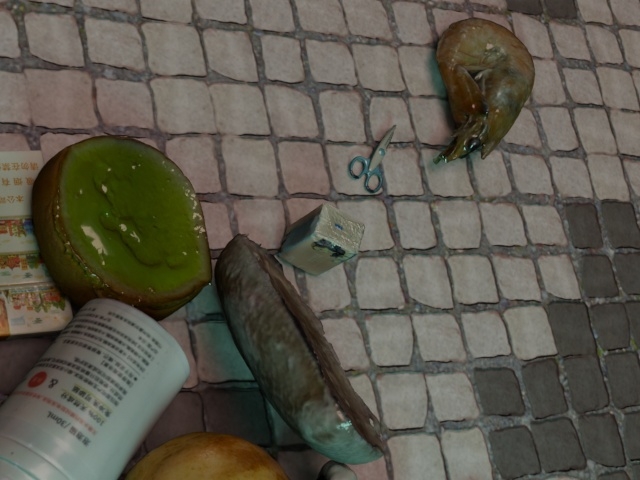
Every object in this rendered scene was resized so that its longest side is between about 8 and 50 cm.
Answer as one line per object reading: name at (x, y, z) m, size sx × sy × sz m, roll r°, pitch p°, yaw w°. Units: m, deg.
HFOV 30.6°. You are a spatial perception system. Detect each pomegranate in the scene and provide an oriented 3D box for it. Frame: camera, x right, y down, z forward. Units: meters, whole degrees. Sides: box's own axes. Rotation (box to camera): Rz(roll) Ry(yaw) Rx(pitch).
pomegranate at (-0.121, 0.304, 1.234) m, size 0.207 × 0.207 × 0.207 m, roll 13°, pitch 63°, yaw -27°

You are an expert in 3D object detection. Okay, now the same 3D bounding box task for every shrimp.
shrimp at (0.230, -0.231, 1.775) m, size 0.168 × 0.077 × 0.317 m, roll 35°, pitch 50°, yaw -2°

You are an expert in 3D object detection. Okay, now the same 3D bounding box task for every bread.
bread at (-0.227, -0.013, 1.366) m, size 0.236 × 0.070 × 0.236 m, roll 24°, pitch 51°, yaw -33°

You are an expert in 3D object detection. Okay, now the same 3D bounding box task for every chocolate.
chocolate at (-0.036, 0.136, 1.364) m, size 0.100 × 0.185 × 0.303 m, roll -34°, pitch 62°, yaw 0°

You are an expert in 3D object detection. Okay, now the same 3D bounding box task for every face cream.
face cream at (-0.290, 0.237, 1.197) m, size 0.145 × 0.145 × 0.370 m, roll 41°, pitch 55°, yaw -10°

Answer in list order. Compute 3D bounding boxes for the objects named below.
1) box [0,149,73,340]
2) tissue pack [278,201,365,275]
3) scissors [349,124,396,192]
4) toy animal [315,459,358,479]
box at (-0.357, 0.004, 1.322) m, size 0.122 × 0.032 × 0.220 m, roll -4°, pitch 72°, yaw -34°
tissue pack at (0.000, 0.000, 1.509) m, size 0.074 × 0.094 × 0.059 m, roll 27°, pitch 56°, yaw -23°
scissors at (0.082, -0.122, 1.664) m, size 0.058 × 0.014 × 0.119 m, roll 42°, pitch 57°, yaw -15°
toy animal at (0.045, 0.368, 1.343) m, size 0.204 × 0.156 × 0.208 m, roll 33°, pitch 59°, yaw -11°
